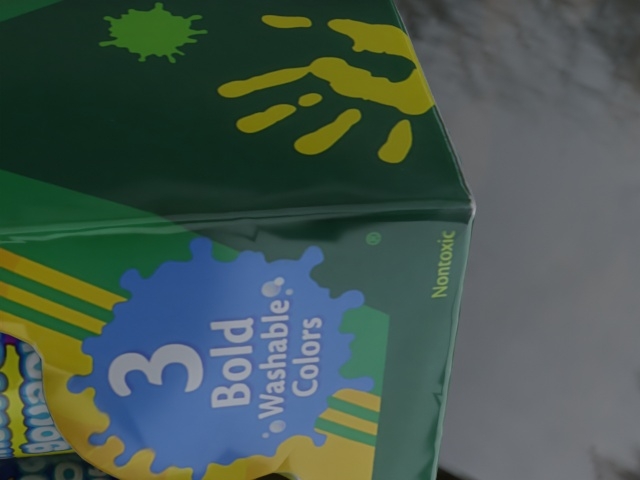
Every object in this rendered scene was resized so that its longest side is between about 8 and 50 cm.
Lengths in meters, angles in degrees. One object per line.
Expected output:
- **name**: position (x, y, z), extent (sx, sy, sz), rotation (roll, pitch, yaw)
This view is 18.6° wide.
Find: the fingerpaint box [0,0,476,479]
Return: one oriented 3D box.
- **fingerpaint box**: position (-0.153, 0.127, 0.805), extent (0.371, 0.163, 0.445), rotation (-3, 129, -11)
